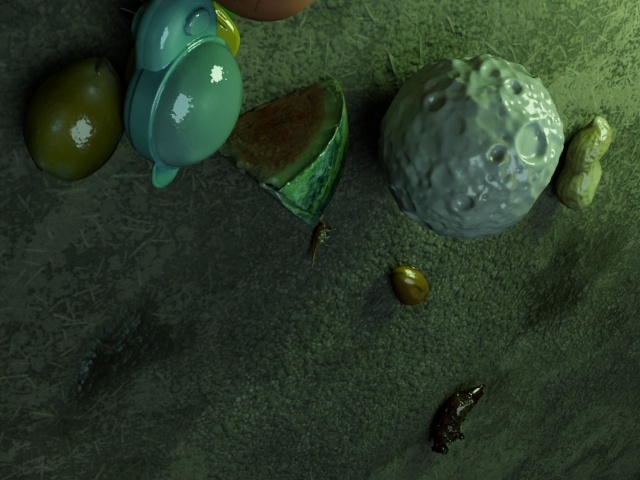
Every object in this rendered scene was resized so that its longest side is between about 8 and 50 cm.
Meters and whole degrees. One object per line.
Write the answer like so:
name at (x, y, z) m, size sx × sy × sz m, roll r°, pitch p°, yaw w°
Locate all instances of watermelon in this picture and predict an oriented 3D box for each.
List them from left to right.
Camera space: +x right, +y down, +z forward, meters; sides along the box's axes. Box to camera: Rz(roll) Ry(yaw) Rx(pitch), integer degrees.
watermelon at (-0.055, -0.154, 1.361) m, size 0.231 × 0.310 × 0.193 m, roll -17°, pitch 141°, yaw 30°

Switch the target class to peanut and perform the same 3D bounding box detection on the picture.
peanut at (0.599, -0.173, 1.826) m, size 0.104 × 0.085 × 0.228 m, roll -16°, pitch 127°, yaw -34°

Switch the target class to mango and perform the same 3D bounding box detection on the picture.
mango at (0.197, 0.100, 1.775) m, size 0.077 × 0.063 × 0.127 m, roll -33°, pitch 133°, yaw 1°

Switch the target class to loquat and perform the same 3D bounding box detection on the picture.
loquat at (-0.355, -0.180, 1.176) m, size 0.152 × 0.152 × 0.195 m, roll 29°, pitch 102°, yaw -41°

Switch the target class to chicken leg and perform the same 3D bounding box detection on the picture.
chicken leg at (0.358, 0.471, 2.132) m, size 0.105 × 0.063 × 0.234 m, roll 0°, pitch 120°, yaw -38°

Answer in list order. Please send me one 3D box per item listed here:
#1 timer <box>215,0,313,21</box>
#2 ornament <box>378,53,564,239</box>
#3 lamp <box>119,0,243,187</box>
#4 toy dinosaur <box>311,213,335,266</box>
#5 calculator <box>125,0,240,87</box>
timer at (-0.084, -0.430, 1.118) m, size 0.229 × 0.229 × 0.215 m, roll -44°, pitch 124°, yaw 2°
ornament at (0.258, -0.173, 1.452) m, size 0.337 × 0.337 × 0.337 m, roll -16°, pitch 128°, yaw -22°
lamp at (-0.201, -0.230, 1.180) m, size 0.209 × 0.147 × 0.284 m, roll -48°, pitch 137°, yaw -46°
toy dinosaur at (0.004, -0.001, 1.607) m, size 0.041 × 0.026 × 0.113 m, roll -1°, pitch 112°, yaw -24°
calculator at (-0.208, -0.303, 1.263) m, size 0.235 × 0.032 × 0.146 m, roll -47°, pitch 133°, yaw 7°
